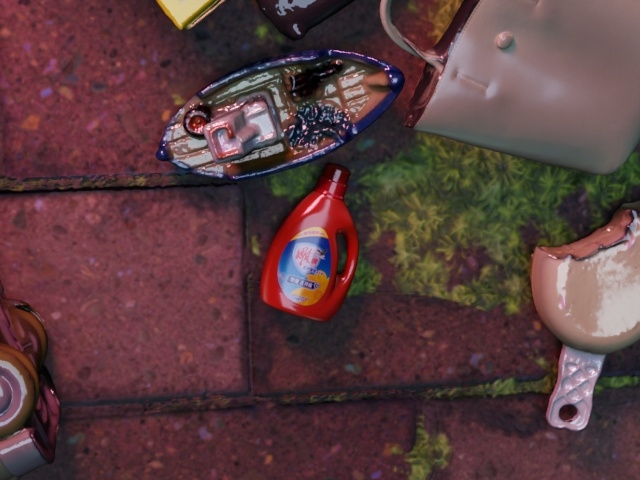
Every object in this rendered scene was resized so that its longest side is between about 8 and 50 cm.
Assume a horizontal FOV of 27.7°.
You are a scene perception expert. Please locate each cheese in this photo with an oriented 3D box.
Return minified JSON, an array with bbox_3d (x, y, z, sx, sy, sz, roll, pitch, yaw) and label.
[{"bbox_3d":[0.317,0.085,1.429,0.163,0.071,0.249,-10,103,-4],"label":"cheese"}]

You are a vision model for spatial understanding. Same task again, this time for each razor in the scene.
[{"bbox_3d":[0.001,-0.273,1.318,0.148,0.054,0.090,-37,101,1],"label":"razor"}]

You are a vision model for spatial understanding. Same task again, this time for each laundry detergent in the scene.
[{"bbox_3d":[0.000,0.000,1.381,0.097,0.049,0.165,17,99,-18],"label":"laundry detergent"}]

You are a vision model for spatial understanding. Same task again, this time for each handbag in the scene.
[{"bbox_3d":[0.205,-0.188,1.279,0.315,0.109,0.241,15,116,-30],"label":"handbag"}]

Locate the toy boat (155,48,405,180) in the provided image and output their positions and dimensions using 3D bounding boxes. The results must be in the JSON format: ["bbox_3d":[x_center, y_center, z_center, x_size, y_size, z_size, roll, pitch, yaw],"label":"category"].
[{"bbox_3d":[-0.043,-0.126,1.313,0.262,0.115,0.114,-20,104,-3],"label":"toy boat"}]

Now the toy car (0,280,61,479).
[{"bbox_3d":[-0.403,0.082,1.248,0.226,0.242,0.336,-23,103,-5],"label":"toy car"}]

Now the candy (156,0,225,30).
[{"bbox_3d":[-0.187,-0.333,1.236,0.088,0.146,0.276,-38,103,2],"label":"candy"}]
